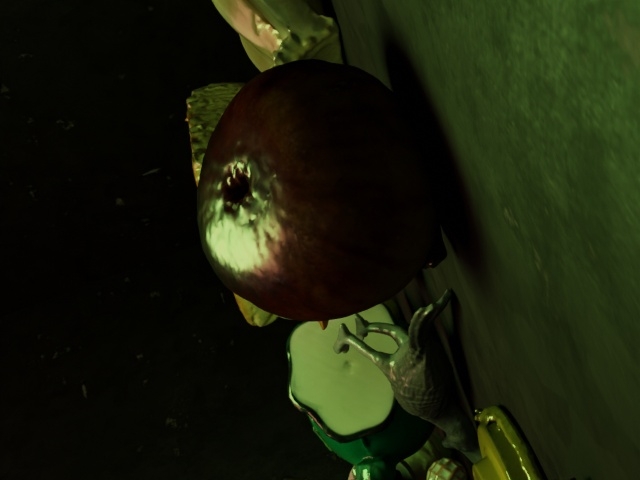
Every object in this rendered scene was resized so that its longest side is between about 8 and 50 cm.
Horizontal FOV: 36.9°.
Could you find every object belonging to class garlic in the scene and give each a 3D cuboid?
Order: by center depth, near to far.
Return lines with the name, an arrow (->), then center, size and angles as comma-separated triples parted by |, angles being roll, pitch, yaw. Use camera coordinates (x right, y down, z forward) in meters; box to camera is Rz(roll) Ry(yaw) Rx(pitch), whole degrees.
garlic -> -0.071, -0.329, 1.225 | 0.279, 0.132, 0.325 | 89, 158, -61

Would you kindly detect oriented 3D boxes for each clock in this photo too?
clock -> 0.197, 0.281, 0.952 | 0.237, 0.057, 0.237 | 160, 90, -89

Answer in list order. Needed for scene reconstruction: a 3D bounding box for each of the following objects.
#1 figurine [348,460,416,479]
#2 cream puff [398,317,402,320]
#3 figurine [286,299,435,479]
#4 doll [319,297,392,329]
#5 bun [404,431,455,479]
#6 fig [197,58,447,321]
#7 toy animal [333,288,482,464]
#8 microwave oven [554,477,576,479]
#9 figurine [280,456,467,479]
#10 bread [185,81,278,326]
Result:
figurine -> 0.062, 0.434, 1.498 | 0.133, 0.176, 0.236 | 39, -164, 8
cream puff -> 0.098, 0.212, 1.849 | 0.169, 0.183, 0.183 | 20, -134, -65
figurine -> 0.086, 0.222, 1.458 | 0.340, 0.231, 0.324 | 45, -139, -68
doll -> 0.000, 0.000, 1.277 | 0.221, 0.221, 0.251 | 72, -174, -65
bun -> 0.194, 0.481, 1.755 | 0.287, 0.146, 0.288 | -2, -90, -76
fig -> -0.001, -0.041, 0.861 | 0.214, 0.235, 0.235 | -30, -78, -53
toy animal -> 0.107, 0.147, 1.185 | 0.205, 0.081, 0.367 | 26, 151, 37
microwave oven -> 0.116, 0.312, 0.705 | 0.178, 0.247, 0.188 | 66, -176, -58
figurine -> 0.104, 0.393, 1.225 | 0.281, 0.369, 0.167 | -66, -29, -28
bread -> -0.079, -0.090, 1.828 | 0.371, 0.279, 0.390 | -109, -1, -58
